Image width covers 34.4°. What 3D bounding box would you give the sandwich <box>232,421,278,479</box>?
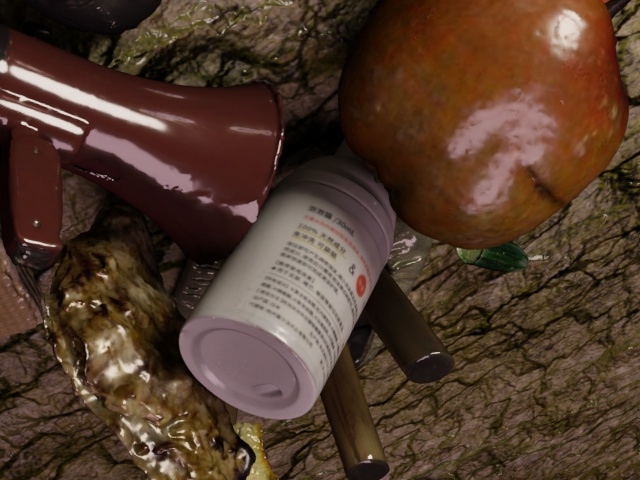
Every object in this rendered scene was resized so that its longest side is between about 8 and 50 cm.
[{"bbox_3d":[-0.119,0.272,1.156,0.058,0.193,0.163,21,92,-28],"label":"sandwich"}]

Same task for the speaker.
[{"bbox_3d":[-0.215,-0.068,0.945,0.329,0.259,0.198,13,158,-33],"label":"speaker"}]

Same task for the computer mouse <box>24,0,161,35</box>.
[{"bbox_3d":[-0.219,-0.251,0.897,0.122,0.073,0.217,-28,135,15],"label":"computer mouse"}]

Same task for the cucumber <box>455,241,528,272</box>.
[{"bbox_3d":[0.229,0.016,1.341,0.105,0.048,0.048,14,131,-33],"label":"cucumber"}]

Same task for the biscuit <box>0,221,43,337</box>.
[{"bbox_3d":[-0.416,-0.042,1.061,0.144,0.078,0.426,-16,139,-2],"label":"biscuit"}]

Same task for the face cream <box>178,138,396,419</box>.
[{"bbox_3d":[0.000,0.000,1.071,0.145,0.370,0.145,16,136,15],"label":"face cream"}]

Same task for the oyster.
[{"bbox_3d":[-0.178,0.102,1.022,0.111,0.396,0.204,-29,164,10],"label":"oyster"}]

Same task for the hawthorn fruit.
[{"bbox_3d":[0.169,-0.151,0.983,0.301,0.268,0.267,-41,133,18],"label":"hawthorn fruit"}]

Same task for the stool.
[{"bbox_3d":[-0.018,0.133,1.261,0.310,0.226,0.310,3,137,-20],"label":"stool"}]

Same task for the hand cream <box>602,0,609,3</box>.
[{"bbox_3d":[0.275,-0.234,1.089,0.080,0.050,0.234,18,122,-27],"label":"hand cream"}]
